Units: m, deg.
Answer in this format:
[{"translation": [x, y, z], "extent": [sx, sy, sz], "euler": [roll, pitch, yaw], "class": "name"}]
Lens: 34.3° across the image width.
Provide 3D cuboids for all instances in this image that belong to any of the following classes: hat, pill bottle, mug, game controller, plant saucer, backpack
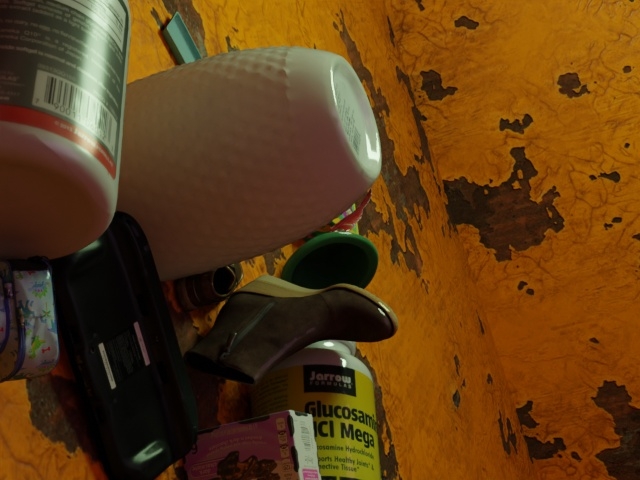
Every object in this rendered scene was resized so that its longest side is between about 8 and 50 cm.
[{"translation": [0.000, 0.000, 1.867], "extent": [0.208, 0.173, 0.184], "euler": [15, 33, -35], "class": "hat"}, {"translation": [-0.302, -0.179, 1.061], "extent": [0.210, 0.210, 0.363], "euler": [49, 31, -50], "class": "pill bottle"}, {"translation": [-0.010, 0.280, 1.525], "extent": [0.188, 0.187, 0.334], "euler": [47, 33, -52], "class": "pill bottle"}, {"translation": [-0.091, -0.138, 1.418], "extent": [0.374, 0.328, 0.276], "euler": [-68, 138, -60], "class": "mug"}, {"translation": [-0.231, 0.128, 1.223], "extent": [0.166, 0.067, 0.319], "euler": [-28, 107, -52], "class": "game controller"}, {"translation": [-0.202, -0.272, 1.683], "extent": [0.067, 0.018, 0.192], "euler": [-76, 146, -54], "class": "plant saucer"}, {"translation": [-0.310, 0.081, 1.008], "extent": [0.084, 0.105, 0.114], "euler": [-5, 81, -47], "class": "backpack"}]

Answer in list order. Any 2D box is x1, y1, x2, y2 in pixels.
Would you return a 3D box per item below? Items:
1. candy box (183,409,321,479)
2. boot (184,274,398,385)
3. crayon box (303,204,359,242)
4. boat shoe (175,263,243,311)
[{"translation": [-0.083, 0.331, 1.326], "extent": [0.070, 0.164, 0.196], "euler": [29, 48, -63], "class": "candy box"}, {"translation": [-0.038, 0.140, 1.439], "extent": [0.207, 0.248, 0.090], "euler": [-50, 145, -47], "class": "boot"}, {"translation": [-0.005, -0.131, 2.005], "extent": [0.165, 0.081, 0.279], "euler": [38, 41, -58], "class": "crayon box"}, {"translation": [-0.147, 0.060, 1.512], "extent": [0.178, 0.060, 0.064], "euler": [-30, 103, -70], "class": "boat shoe"}]
